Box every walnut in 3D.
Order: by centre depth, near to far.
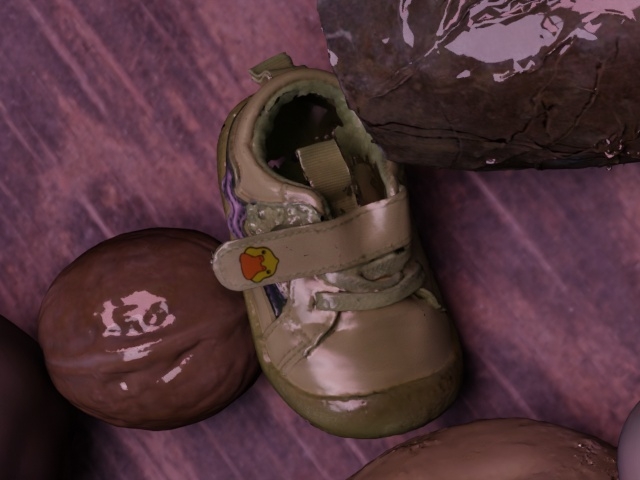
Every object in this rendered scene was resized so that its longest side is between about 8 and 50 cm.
[{"bbox_3d":[-0.114,0.061,1.351,0.162,0.140,0.140,-11,81,34],"label":"walnut"}]

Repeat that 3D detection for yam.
[{"bbox_3d":[0.152,-0.138,1.201,0.271,0.202,0.201,-8,104,26],"label":"yam"}]

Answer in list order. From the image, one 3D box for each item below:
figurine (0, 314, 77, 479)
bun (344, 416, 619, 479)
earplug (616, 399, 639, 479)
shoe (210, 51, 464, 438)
[{"bbox_3d":[-0.242,0.199,1.370,0.203,0.248,0.380,-32,85,17],"label":"figurine"},{"bbox_3d":[0.080,0.279,1.178,0.326,0.234,0.362,24,91,33],"label":"bun"},{"bbox_3d":[0.272,0.213,1.049,0.185,0.185,0.324,-35,89,21],"label":"earplug"},{"bbox_3d":[-0.001,0.004,1.281,0.140,0.128,0.262,-18,66,-2],"label":"shoe"}]
